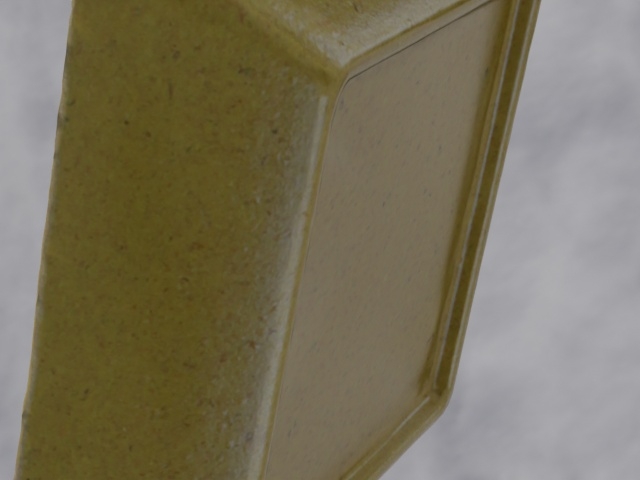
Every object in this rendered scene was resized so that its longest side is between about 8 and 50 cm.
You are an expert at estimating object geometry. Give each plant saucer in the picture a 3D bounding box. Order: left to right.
[{"bbox_3d":[0.000,0.000,0.813,0.081,0.333,0.333,19,115,19],"label":"plant saucer"}]
